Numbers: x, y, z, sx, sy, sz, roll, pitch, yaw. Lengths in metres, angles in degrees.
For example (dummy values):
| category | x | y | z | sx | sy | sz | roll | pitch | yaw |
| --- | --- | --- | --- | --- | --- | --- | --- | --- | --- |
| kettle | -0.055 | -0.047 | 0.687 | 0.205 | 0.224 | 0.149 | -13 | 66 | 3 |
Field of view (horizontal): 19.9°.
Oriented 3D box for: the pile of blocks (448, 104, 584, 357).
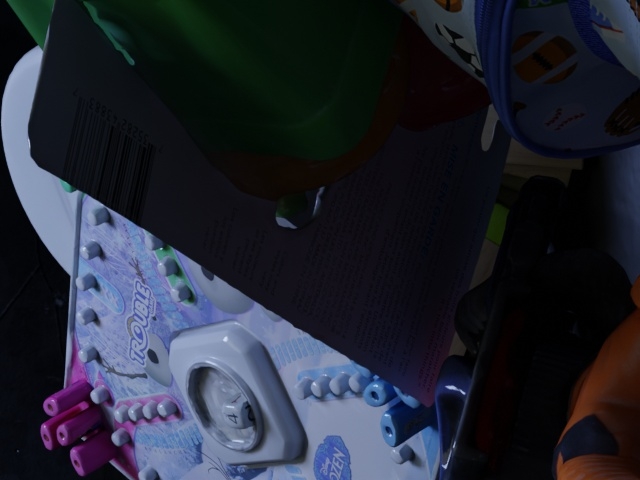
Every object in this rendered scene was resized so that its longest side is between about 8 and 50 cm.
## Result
| category | x | y | z | sx | sy | sz | roll | pitch | yaw |
| --- | --- | --- | --- | --- | --- | --- | --- | --- | --- |
| pile of blocks | 0.085 | -0.102 | 1.085 | 0.112 | 0.148 | 0.362 | -52 | -31 | -84 |

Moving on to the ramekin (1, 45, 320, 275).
| category | x | y | z | sx | sy | sz | roll | pitch | yaw |
| --- | --- | --- | --- | --- | --- | --- | --- | --- | --- |
| ramekin | -0.141 | -0.069 | 1.524 | 0.277 | 0.135 | 0.277 | 28 | 135 | 33 |

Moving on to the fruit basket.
| category | x | y | z | sx | sy | sz | roll | pitch | yaw |
| --- | --- | --- | --- | --- | --- | --- | --- | --- | --- |
| fruit basket | 0.008 | -0.124 | 0.857 | 0.353 | 0.165 | 0.327 | 38 | -114 | -58 |

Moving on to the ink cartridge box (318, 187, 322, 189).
| category | x | y | z | sx | sy | sz | roll | pitch | yaw |
| --- | --- | --- | --- | --- | --- | --- | --- | --- | --- |
| ink cartridge box | -0.021 | -0.127 | 1.308 | 0.082 | 0.190 | 0.139 | -53 | 3 | -21 |

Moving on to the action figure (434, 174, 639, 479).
| category | x | y | z | sx | sy | sz | roll | pitch | yaw |
| --- | --- | --- | --- | --- | --- | --- | --- | --- | --- |
| action figure | 0.135 | 0.129 | 0.840 | 0.330 | 0.178 | 0.341 | 127 | 162 | -74 |

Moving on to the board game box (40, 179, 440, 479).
| category | x | y | z | sx | sy | sz | roll | pitch | yaw |
| --- | --- | --- | --- | --- | --- | --- | --- | --- | --- |
| board game box | -0.078 | 0.130 | 1.440 | 0.390 | 0.050 | 0.390 | 36 | 138 | 26 |

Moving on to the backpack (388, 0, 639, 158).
| category | x | y | z | sx | sy | sz | roll | pitch | yaw |
| --- | --- | --- | --- | --- | --- | --- | --- | --- | --- |
| backpack | 0.138 | -0.157 | 0.652 | 0.213 | 0.276 | 0.263 | 60 | 156 | 31 |
